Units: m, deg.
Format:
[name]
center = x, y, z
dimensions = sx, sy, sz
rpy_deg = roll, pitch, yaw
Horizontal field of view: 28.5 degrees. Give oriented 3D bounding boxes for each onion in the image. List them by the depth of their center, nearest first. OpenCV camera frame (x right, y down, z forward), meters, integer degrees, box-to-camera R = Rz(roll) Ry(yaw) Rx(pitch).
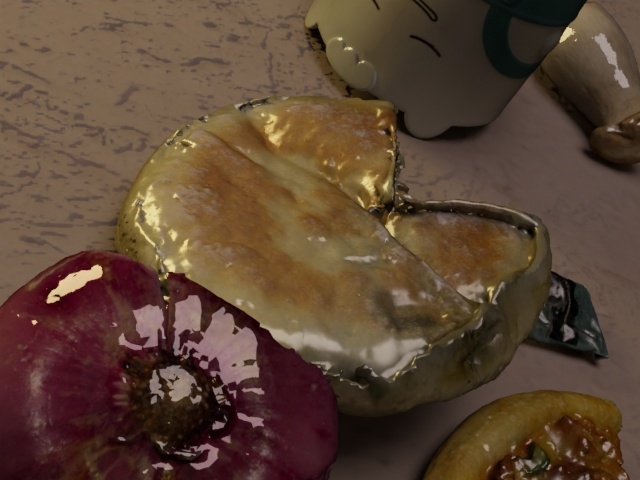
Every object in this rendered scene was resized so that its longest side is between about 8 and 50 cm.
[onion]
center = -0.103, 0.119, 0.702
dimensions = 0.207, 0.200, 0.201
rpy_deg = 48, 31, -28

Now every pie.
[pie]
center = 0.000, 0.000, 0.918
dimensions = 0.337, 0.075, 0.338
rpy_deg = 5, 40, -5

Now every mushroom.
[mushroom]
center = 0.298, -0.177, 1.354
dimensions = 0.097, 0.088, 0.213
rpy_deg = -5, 59, -27

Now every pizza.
[pizza]
center = 0.171, 0.199, 0.900
dimensions = 0.292, 0.058, 0.197
rpy_deg = -22, 66, -46

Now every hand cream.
[hand cream]
center = 0.134, 0.038, 1.059
dimensions = 0.247, 0.052, 0.075
rpy_deg = 20, 63, -26

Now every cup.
[cup]
center = 0.120, -0.280, 1.205
dimensions = 0.290, 0.258, 0.219
rpy_deg = 48, 35, 16
